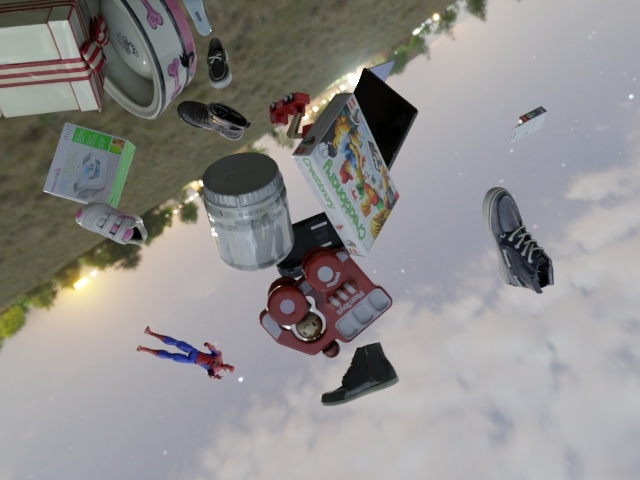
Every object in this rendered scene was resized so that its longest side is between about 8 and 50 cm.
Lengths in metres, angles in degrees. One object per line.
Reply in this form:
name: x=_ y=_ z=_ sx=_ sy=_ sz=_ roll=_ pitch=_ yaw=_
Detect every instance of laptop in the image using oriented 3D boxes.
laptop: x=0.173 y=-0.309 z=1.642 sx=0.236 sy=0.408 sz=0.382 roll=-2 pitch=130 yaw=-35

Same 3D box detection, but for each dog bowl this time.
dog bowl: x=-0.485 y=-0.527 z=1.377 sx=0.150 sy=0.408 sz=0.408 roll=-42 pitch=-167 yaw=-30

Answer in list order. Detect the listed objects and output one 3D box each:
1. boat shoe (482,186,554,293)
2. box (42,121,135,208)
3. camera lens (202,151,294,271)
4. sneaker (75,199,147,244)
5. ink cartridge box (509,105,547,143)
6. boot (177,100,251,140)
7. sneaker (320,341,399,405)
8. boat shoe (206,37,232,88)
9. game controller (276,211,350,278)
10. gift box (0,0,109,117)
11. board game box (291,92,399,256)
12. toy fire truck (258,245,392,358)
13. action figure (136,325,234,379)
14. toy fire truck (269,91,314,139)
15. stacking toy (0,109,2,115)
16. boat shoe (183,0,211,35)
boat shoe: x=0.596 y=0.002 z=1.588 sx=0.127 sy=0.340 sz=0.158 roll=-33 pitch=-154 yaw=-16
box: x=-0.831 y=-0.262 z=1.945 sx=0.127 sy=0.231 sz=0.261 roll=149 pitch=-43 yaw=-83
camera lens: x=-0.191 y=-0.070 z=1.450 sx=0.220 sy=0.274 sz=0.219 roll=-4 pitch=-139 yaw=3
sneaker: x=-0.657 y=-0.051 z=1.730 sx=0.252 sy=0.111 sz=0.103 roll=17 pitch=104 yaw=-53
ink cartridge box: x=0.566 y=-0.319 z=1.484 sx=0.115 sy=0.029 sz=0.063 roll=-27 pitch=147 yaw=-9
boot: x=-0.357 y=-0.422 z=1.793 sx=0.229 sy=0.263 sz=0.091 roll=178 pitch=-68 yaw=-81
sneaker: x=0.085 y=0.347 z=1.398 sx=0.222 sy=0.118 sz=0.083 roll=-26 pitch=170 yaw=17
boat shoe: x=-0.344 y=-0.588 z=1.777 sx=0.078 sy=0.070 sz=0.219 roll=-16 pitch=-128 yaw=3
game controller: x=0.000 y=0.000 z=1.678 sx=0.319 sy=0.166 sz=0.067 roll=-22 pitch=-165 yaw=-22
gift box: x=-0.653 y=-0.453 z=1.316 sx=0.258 sy=0.276 sz=0.255 roll=-9 pitch=-129 yaw=-6
board game box: x=0.066 y=-0.135 z=1.157 sx=0.053 sy=0.305 sz=0.193 roll=8 pitch=-125 yaw=38
toy fire truck: x=0.006 y=0.172 z=1.397 sx=0.302 sy=0.254 sz=0.169 roll=-42 pitch=-173 yaw=-1
action figure: x=-0.364 y=0.323 z=1.518 sx=0.139 sy=0.280 sz=0.091 roll=-27 pitch=-138 yaw=62
toy fire truck: x=-0.068 y=-0.324 z=1.447 sx=0.047 sy=0.135 sz=0.192 roll=0 pitch=175 yaw=-39
stacking toy: x=-1.178 y=-0.465 z=1.743 sx=0.141 sy=0.141 sz=0.330 roll=-36 pitch=-174 yaw=-3
boat shoe: x=-0.450 y=-0.843 z=1.951 sx=0.065 sy=0.183 sz=0.083 roll=-16 pitch=-144 yaw=0
